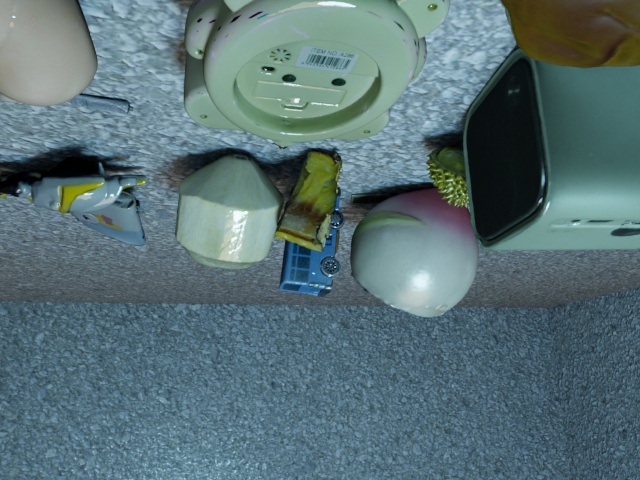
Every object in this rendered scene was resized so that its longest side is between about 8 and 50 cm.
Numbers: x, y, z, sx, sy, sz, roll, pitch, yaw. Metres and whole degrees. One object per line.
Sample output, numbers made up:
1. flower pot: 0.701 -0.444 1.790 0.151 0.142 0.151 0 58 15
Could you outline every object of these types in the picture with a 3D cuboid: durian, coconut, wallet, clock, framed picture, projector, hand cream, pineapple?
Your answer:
1. durian: 0.268 -0.124 1.033 0.146 0.102 0.208 26 -146 20
2. coconut: -0.175 -0.062 1.077 0.202 0.222 0.202 15 -158 -6
3. wallet: -0.476 -0.066 1.248 0.170 0.069 0.231 17 157 -6
4. clock: -0.014 -0.225 0.656 0.284 0.114 0.309 4 162 -15
5. framed picture: 0.117 -0.099 1.323 0.089 0.007 0.066 -2 165 -1
6. projector: 0.375 -0.122 0.813 0.249 0.248 0.248 0 165 -7
7. hand cream: -0.333 -0.207 0.845 0.093 0.019 0.030 5 162 -15
8. pineapple: -0.025 -0.063 1.088 0.114 0.186 0.236 14 131 0

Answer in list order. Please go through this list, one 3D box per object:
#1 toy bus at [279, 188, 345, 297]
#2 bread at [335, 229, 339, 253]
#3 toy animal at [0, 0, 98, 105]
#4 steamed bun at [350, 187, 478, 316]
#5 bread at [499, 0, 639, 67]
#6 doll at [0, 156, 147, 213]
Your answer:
1. toy bus: -0.023 -0.001 1.254 0.133 0.234 0.116 8 163 -7
2. bread: -0.002 0.000 1.484 0.082 0.106 0.125 -10 165 29
3. toy animal: -0.310 -0.221 0.530 0.154 0.166 0.250 -13 170 6
4. steamed bun: 0.231 0.004 1.283 0.309 0.309 0.309 -2 165 -1
5. bread: 0.234 -0.249 0.373 0.250 0.225 0.279 -10 168 30
6. doll: -0.493 -0.103 1.049 0.316 0.103 0.145 2 163 13
